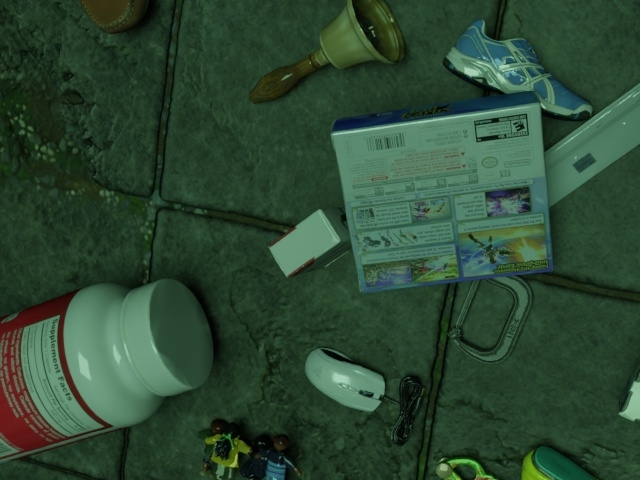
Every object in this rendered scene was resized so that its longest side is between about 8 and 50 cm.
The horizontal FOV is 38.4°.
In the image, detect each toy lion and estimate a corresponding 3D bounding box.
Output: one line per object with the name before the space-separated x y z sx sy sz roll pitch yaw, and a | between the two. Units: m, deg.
toy lion | 0.226 0.366 1.356 0.096 0.034 0.100 -11 92 13

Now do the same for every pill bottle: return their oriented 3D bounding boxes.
pill bottle | -0.385 0.199 1.442 0.408 0.229 0.229 -19 90 20

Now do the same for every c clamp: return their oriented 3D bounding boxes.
c clamp | 0.231 0.095 1.328 0.137 0.022 0.160 17 100 11

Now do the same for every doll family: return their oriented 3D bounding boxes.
doll family | -0.115 0.340 1.451 0.193 0.076 0.111 12 96 12

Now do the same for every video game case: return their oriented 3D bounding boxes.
video game case | 0.167 -0.061 1.240 0.270 0.061 0.244 -7 116 9

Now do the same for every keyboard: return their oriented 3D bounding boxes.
keyboard | 0.353 -0.113 1.251 0.256 0.014 0.072 -37 114 20

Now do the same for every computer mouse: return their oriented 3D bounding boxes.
computer mouse | 0.058 0.226 1.389 0.193 0.042 0.106 22 104 15

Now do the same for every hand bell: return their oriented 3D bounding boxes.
hand bell | -0.013 -0.259 1.338 0.242 0.126 0.126 -25 88 31

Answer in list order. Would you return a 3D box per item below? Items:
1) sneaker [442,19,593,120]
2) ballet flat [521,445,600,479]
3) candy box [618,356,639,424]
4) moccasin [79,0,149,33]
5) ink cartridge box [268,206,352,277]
sneaker | 0.274 -0.225 1.241 0.211 0.080 0.081 28 97 6
ballet flat | 0.384 0.374 1.286 0.231 0.077 0.077 30 126 16
candy box | 0.514 0.154 1.208 0.159 0.071 0.233 25 103 14
moccasin | -0.365 -0.499 1.395 0.139 0.147 0.380 -13 92 20
ink cartridge box | 0.000 0.000 1.334 0.099 0.135 0.056 -35 81 19
